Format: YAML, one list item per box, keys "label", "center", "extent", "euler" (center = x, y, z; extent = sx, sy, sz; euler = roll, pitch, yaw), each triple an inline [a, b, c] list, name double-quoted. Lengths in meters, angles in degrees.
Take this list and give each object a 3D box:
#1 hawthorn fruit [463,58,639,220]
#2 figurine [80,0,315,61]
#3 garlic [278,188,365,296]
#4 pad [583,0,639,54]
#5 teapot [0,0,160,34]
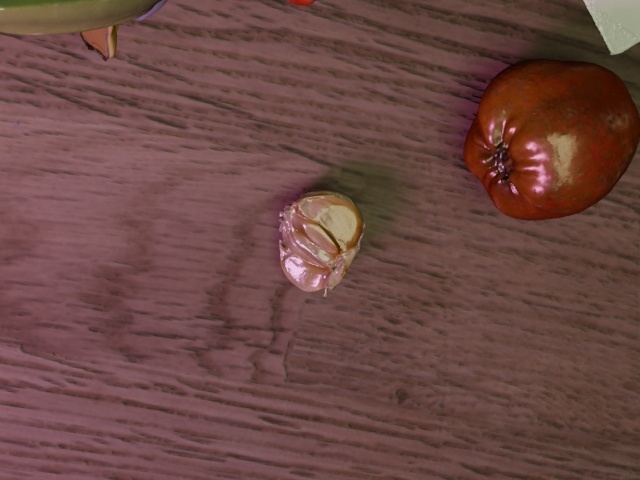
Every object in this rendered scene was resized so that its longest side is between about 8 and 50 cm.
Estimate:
- label: "hawthorn fruit"
  center: [0.247, -0.111, 1.915]
  extent: [0.189, 0.189, 0.189]
  euler: [-5, 107, -15]
- label: "figurine"
  center: [-0.123, -0.300, 1.749]
  extent: [0.257, 0.181, 0.208]
  euler: [-23, 82, -16]
- label: "garlic"
  center: [-0.003, -0.003, 1.921]
  extent: [0.094, 0.074, 0.113]
  euler: [34, 99, 3]
- label: "pad"
  center: [0.331, -0.333, 1.961]
  extent: [0.156, 0.004, 0.232]
  euler: [-33, 112, -5]
- label: "teapot"
  center: [-0.234, -0.347, 1.538]
  extent: [0.239, 0.321, 0.239]
  euler: [-2, 126, -34]
